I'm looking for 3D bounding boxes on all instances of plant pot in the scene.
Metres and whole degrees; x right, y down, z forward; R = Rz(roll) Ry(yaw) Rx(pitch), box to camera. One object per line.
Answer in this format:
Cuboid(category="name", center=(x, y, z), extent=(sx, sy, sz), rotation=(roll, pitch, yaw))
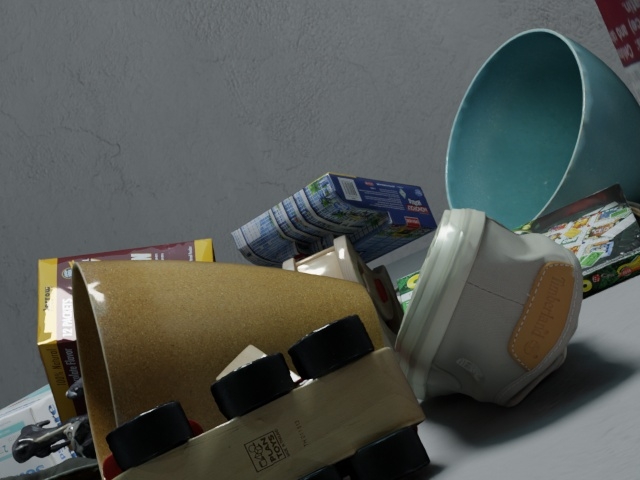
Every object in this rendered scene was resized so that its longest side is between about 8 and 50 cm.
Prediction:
Cuboid(category="plant pot", center=(-0.077, 0.117, 1.544), extent=(0.254, 0.237, 0.237), rotation=(-9, -2, -14))
Cuboid(category="plant pot", center=(0.329, -0.113, 2.291), extent=(0.195, 0.290, 0.290), rotation=(17, -22, -29))

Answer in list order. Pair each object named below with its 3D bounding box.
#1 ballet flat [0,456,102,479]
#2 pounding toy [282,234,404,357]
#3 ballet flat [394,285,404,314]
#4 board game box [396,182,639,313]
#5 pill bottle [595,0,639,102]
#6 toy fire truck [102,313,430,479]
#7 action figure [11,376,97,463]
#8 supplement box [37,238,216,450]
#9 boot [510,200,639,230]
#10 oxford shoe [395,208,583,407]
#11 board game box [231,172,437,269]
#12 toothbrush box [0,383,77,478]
Cuboid(category="ballet flat", center=(-0.255, 0.254, 1.581), extent=(0.096, 0.095, 0.280), rotation=(-11, 8, 25))
Cuboid(category="pounding toy", center=(-0.002, 0.089, 1.904), extent=(0.154, 0.154, 0.269), rotation=(-24, 1, 11))
Cuboid(category="ballet flat", center=(0.127, 0.074, 2.016), extent=(0.072, 0.068, 0.213), rotation=(-26, 3, -40))
Cuboid(category="board game box", center=(0.208, 0.034, 1.781), extent=(0.259, 0.030, 0.136), rotation=(-24, 33, 10))
Cuboid(category="pill bottle", center=(0.245, -0.121, 0.793), extent=(0.224, 0.392, 0.224), rotation=(-25, 2, 1))
Cuboid(category="toy fire truck", center=(-0.055, 0.149, 1.277), extent=(0.217, 0.158, 0.246), rotation=(-26, -10, -12))
Cuboid(category="action figure", center=(-0.203, 0.187, 1.772), extent=(0.275, 0.164, 0.141), rotation=(-31, 2, 45))
Cuboid(category="supplement box", center=(-0.202, 0.117, 1.916), extent=(0.194, 0.129, 0.191), rotation=(-7, -43, -1))
Cuboid(category="boot", center=(0.252, 0.033, 1.838), extent=(0.198, 0.077, 0.137), rotation=(-22, 17, 37))
Cuboid(category="oxford shoe", center=(0.141, 0.063, 1.407), extent=(0.130, 0.169, 0.449), rotation=(19, -3, 5))
Cuboid(category="board game box", center=(0.000, 0.000, 1.953), extent=(0.194, 0.060, 0.194), rotation=(-32, -21, 29))
Cuboid(category="toothbrush box", center=(-0.334, 0.250, 2.197), extent=(0.216, 0.126, 0.295), rotation=(-24, 3, 32))
